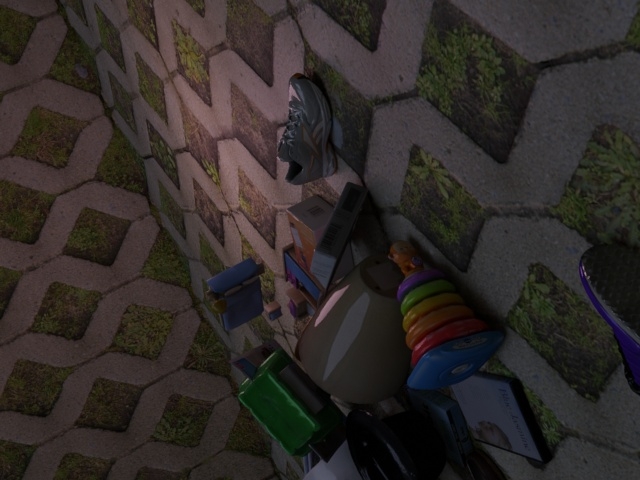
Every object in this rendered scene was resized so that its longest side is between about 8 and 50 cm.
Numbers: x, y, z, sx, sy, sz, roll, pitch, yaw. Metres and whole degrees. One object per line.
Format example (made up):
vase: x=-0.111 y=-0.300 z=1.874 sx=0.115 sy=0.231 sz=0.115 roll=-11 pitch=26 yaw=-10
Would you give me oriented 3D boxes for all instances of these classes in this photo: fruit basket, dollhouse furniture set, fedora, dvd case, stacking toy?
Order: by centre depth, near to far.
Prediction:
stacking toy: x=0.212 y=0.120 z=1.668 sx=0.166 sy=0.175 sz=0.302 roll=108 pitch=145 yaw=-54
dvd case: x=0.356 y=0.351 z=1.745 sx=0.180 sy=0.022 sz=0.253 roll=66 pitch=159 yaw=-8
fedora: x=0.196 y=0.506 z=2.003 sx=0.334 sy=0.152 sz=0.334 roll=49 pitch=155 yaw=33
fruit basket: x=-0.049 y=0.377 z=2.111 sx=0.327 sy=0.165 sz=0.353 roll=46 pitch=-163 yaw=9
dollhouse furniture set: x=-0.136 y=0.202 z=2.318 sx=0.198 sy=0.303 sz=0.286 roll=48 pitch=155 yaw=35

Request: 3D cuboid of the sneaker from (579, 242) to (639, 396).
sneaker: x=0.446 y=0.144 z=1.173 sx=0.293 sy=0.102 sz=0.146 roll=54 pitch=158 yaw=22

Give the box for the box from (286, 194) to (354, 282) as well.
box: x=0.000 y=0.000 z=2.052 sx=0.130 sy=0.091 sz=0.171 roll=38 pitch=148 yaw=47

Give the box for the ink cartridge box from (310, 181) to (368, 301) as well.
ink cartridge box: x=0.029 y=0.007 z=1.867 sx=0.066 sy=0.189 sz=0.232 roll=25 pitch=152 yaw=0

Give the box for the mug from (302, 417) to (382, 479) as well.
mug: x=0.131 y=0.688 z=2.218 sx=0.328 sy=0.374 sz=0.276 roll=49 pitch=119 yaw=17

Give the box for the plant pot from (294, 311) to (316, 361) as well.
plant pot: x=0.073 y=0.261 z=2.084 sx=0.188 sy=0.205 sz=0.205 roll=35 pitch=150 yaw=21

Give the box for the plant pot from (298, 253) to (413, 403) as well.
plant pot: x=0.106 y=0.168 z=1.845 sx=0.256 sy=0.256 sz=0.274 roll=50 pitch=142 yaw=30

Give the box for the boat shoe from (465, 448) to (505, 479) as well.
boat shoe: x=0.380 y=0.560 z=1.875 sx=0.207 sy=0.073 sz=0.073 roll=54 pitch=159 yaw=24

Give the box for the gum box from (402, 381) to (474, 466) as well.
gum box: x=0.274 y=0.422 z=1.994 sx=0.184 sy=0.041 sz=0.157 roll=18 pitch=132 yaw=61

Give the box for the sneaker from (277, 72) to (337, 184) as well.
sneaker: x=-0.043 y=-0.227 z=1.834 sx=0.099 sy=0.121 sz=0.263 roll=37 pitch=148 yaw=47

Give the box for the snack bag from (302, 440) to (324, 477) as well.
snack bag: x=-0.010 y=0.467 z=2.427 sx=0.343 sy=0.037 sz=0.323 roll=-77 pitch=-13 yaw=-49
